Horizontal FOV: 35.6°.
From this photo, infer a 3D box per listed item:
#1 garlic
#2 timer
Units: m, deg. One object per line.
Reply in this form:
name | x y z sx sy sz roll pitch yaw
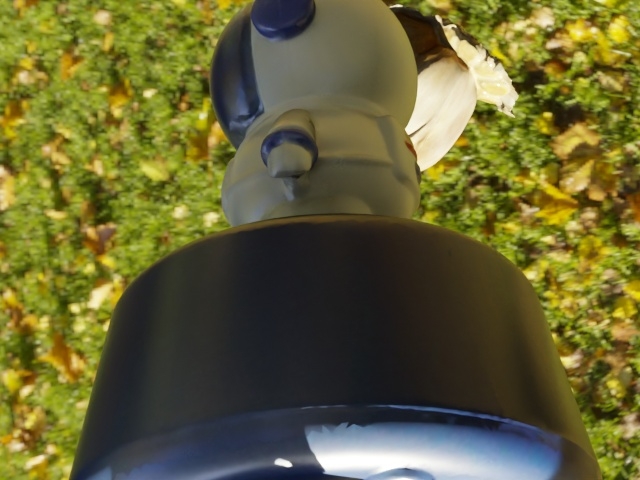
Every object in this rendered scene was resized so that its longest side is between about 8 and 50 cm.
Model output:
garlic | 0.117 -0.120 1.049 0.207 0.207 0.256 -29 72 38
timer | 0.000 0.000 0.601 0.270 0.270 0.383 -32 47 37
